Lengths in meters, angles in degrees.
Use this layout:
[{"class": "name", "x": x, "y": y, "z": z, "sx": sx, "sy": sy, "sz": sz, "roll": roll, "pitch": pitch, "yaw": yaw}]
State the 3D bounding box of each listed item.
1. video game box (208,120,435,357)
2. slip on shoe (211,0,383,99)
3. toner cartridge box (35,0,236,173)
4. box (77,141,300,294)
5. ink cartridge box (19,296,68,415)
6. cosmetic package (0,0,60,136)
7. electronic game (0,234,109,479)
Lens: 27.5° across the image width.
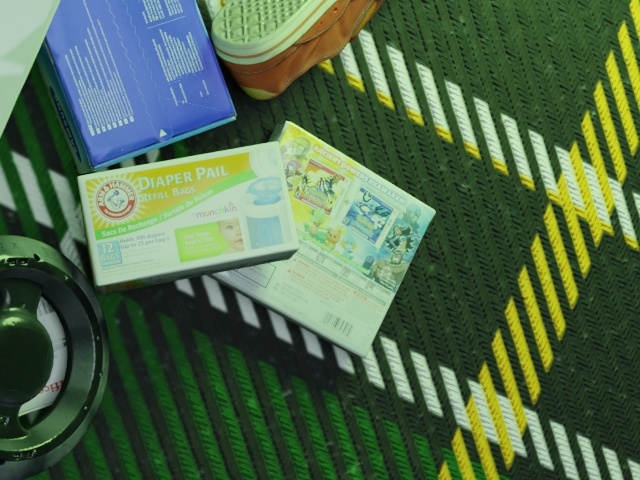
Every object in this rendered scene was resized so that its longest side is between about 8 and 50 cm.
[{"class": "video game box", "x": 0.000, "y": 0.000, "z": 1.426, "sx": 0.205, "sy": 0.048, "sz": 0.187, "roll": 31, "pitch": 81, "yaw": -20}, {"class": "slip on shoe", "x": 0.015, "y": -0.270, "z": 1.413, "sx": 0.331, "sy": 0.123, "sz": 0.101, "roll": -44, "pitch": 144, "yaw": -25}, {"class": "toner cartridge box", "x": -0.224, "y": -0.257, "z": 1.317, "sx": 0.165, "sy": 0.075, "sz": 0.348, "roll": -22, "pitch": 98, "yaw": -21}, {"class": "box", "x": -0.134, "y": -0.021, "z": 1.307, "sx": 0.203, "sy": 0.103, "sz": 0.114, "roll": -11, "pitch": 85, "yaw": -9}, {"class": "ink cartridge box", "x": -0.301, "y": 0.099, "z": 1.291, "sx": 0.099, "sy": 0.056, "sz": 0.135, "roll": -18, "pitch": 97, "yaw": -23}, {"class": "cosmetic package", "x": -0.361, "y": -0.068, "z": 1.144, "sx": 0.097, "sy": 0.284, "sz": 0.377, "roll": 25, "pitch": 80, "yaw": -20}, {"class": "electronic game", "x": -0.292, "y": 0.109, "z": 1.216, "sx": 0.229, "sy": 0.048, "sz": 0.229, "roll": 3, "pitch": 85, "yaw": -45}]
